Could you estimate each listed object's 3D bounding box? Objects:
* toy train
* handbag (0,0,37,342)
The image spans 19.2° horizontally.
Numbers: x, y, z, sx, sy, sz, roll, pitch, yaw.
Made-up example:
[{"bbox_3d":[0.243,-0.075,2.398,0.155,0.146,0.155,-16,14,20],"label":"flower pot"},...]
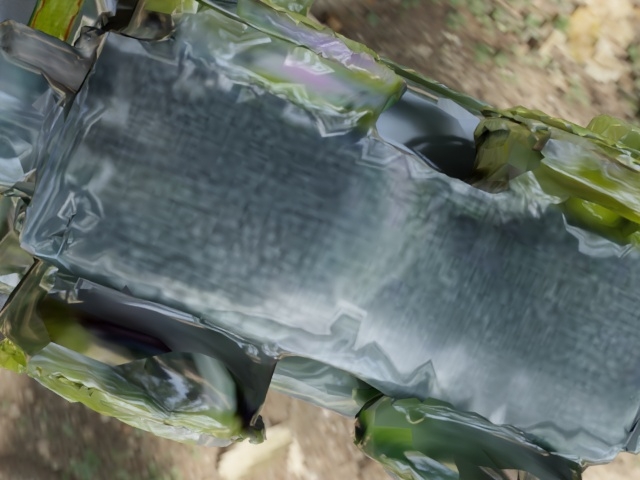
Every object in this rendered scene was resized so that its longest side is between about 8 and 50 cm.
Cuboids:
[{"bbox_3d":[0.000,0.000,0.579,0.261,0.177,0.134,22,91,-23],"label":"toy train"},{"bbox_3d":[-0.177,-0.067,0.878,0.211,0.089,0.254,-22,93,-40],"label":"handbag"}]
